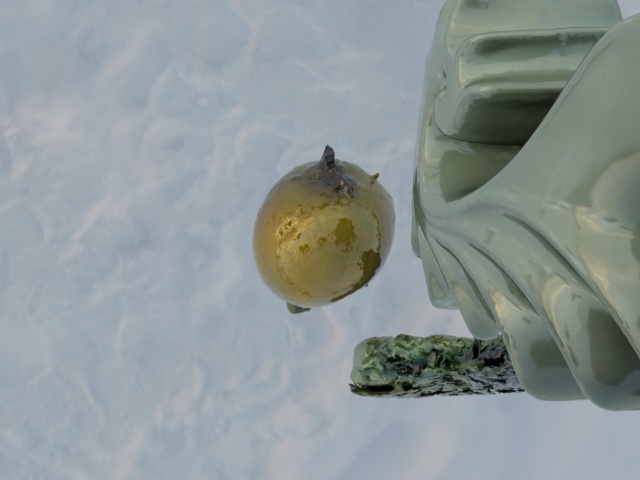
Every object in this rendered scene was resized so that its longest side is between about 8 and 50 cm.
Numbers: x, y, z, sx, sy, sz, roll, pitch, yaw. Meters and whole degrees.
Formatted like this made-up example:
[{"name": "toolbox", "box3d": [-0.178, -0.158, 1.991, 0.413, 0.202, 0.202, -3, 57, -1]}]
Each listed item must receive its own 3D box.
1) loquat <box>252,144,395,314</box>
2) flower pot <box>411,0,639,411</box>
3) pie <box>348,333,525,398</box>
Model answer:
[{"name": "loquat", "box3d": [0.000, 0.000, 1.024, 0.149, 0.172, 0.204, 25, 124, 1]}, {"name": "flower pot", "box3d": [0.174, -0.034, 0.618, 0.165, 0.367, 0.254, -3, 108, -13]}, {"name": "pie", "box3d": [0.212, 0.145, 1.093, 0.297, 0.371, 0.078, 4, 79, -38]}]
